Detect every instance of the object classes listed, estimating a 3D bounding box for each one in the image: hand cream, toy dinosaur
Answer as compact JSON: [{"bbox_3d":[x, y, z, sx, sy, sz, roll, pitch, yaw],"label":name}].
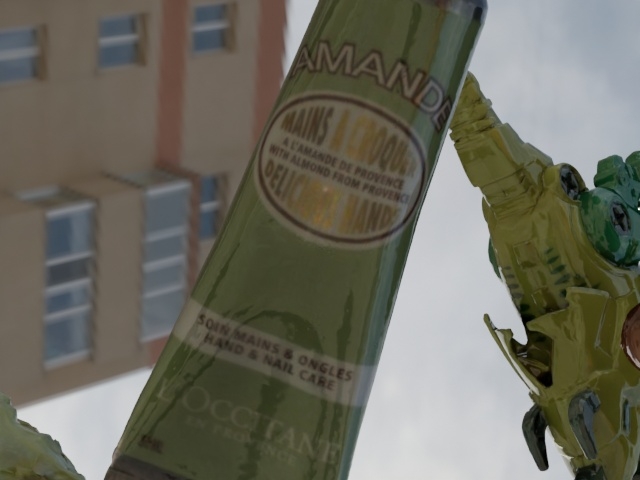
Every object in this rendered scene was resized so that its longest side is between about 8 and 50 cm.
[{"bbox_3d":[0.000,0.000,0.620,0.086,0.055,0.235,22,-83,7],"label":"hand cream"},{"bbox_3d":[0.122,0.000,0.890,0.094,0.153,0.259,-22,-87,37],"label":"toy dinosaur"}]

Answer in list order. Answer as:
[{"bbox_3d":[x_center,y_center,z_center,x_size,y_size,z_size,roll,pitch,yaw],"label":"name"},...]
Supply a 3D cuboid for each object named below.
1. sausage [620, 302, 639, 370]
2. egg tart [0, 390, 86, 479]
[{"bbox_3d":[0.175,0.049,0.693,0.177,0.047,0.040,-160,-107,-68],"label":"sausage"},{"bbox_3d":[-0.197,0.159,0.814,0.197,0.078,0.197,-9,-106,32],"label":"egg tart"}]
